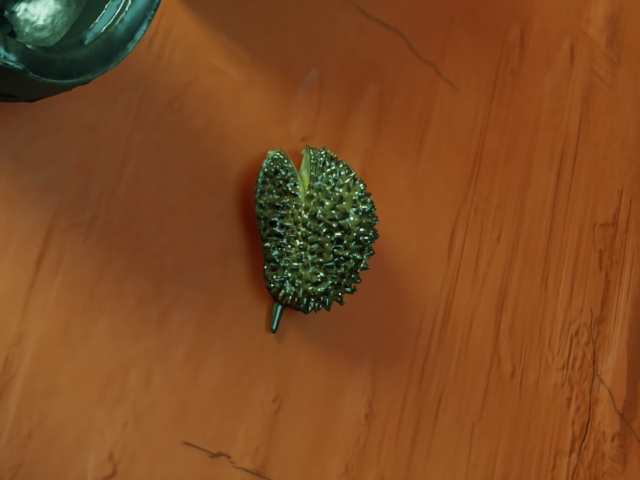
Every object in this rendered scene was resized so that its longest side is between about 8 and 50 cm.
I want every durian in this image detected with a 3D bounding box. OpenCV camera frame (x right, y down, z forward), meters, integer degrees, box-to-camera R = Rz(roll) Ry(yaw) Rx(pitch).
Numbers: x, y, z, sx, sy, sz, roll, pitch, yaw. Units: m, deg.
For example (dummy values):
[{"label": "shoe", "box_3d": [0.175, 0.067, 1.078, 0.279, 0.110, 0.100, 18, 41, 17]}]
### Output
[{"label": "durian", "box_3d": [-0.001, -0.001, 0.760, 0.110, 0.071, 0.140, 26, 71, -39]}]

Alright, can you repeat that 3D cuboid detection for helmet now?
[{"label": "helmet", "box_3d": [-0.180, -0.147, 0.580, 0.177, 0.107, 0.153, 46, 55, -7]}]
